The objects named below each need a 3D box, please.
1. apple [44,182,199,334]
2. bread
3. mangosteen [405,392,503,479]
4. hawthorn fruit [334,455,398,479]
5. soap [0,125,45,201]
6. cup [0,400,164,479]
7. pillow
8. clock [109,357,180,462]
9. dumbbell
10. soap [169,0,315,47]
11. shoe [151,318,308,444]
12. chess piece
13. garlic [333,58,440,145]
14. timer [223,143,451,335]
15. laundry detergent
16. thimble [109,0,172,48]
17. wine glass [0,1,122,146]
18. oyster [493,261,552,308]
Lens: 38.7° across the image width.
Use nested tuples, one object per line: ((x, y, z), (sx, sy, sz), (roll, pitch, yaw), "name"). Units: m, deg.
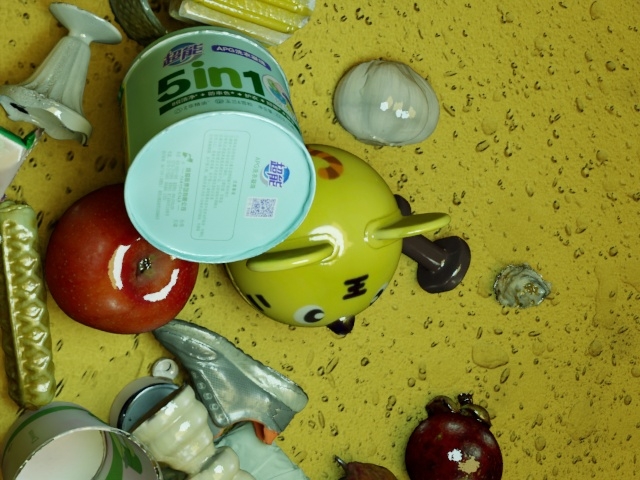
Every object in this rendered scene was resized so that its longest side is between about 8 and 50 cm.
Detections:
((-0.330, 0.032, 1.553), (0.260, 0.216, 0.260), (-4, 98, -32), "apple")
((-0.504, 0.113, 1.542), (0.084, 0.077, 0.367), (-6, 99, -12), "bread")
((0.291, 0.445, 1.982), (0.215, 0.215, 0.257), (32, 50, -29), "mangosteen")
((0.085, 0.560, 1.878), (0.208, 0.208, 0.248), (-21, 95, -25), "hawthorn fruit")
((-0.610, -0.157, 1.428), (0.273, 0.098, 0.218), (33, 88, -30), "soap")
((-0.418, 0.398, 1.522), (0.253, 0.274, 0.253), (-4, 98, -27), "cup")
((-0.140, 0.499, 1.717), (0.283, 0.138, 0.310), (-36, 72, -25), "pillow")
((-0.308, 0.333, 1.695), (0.156, 0.063, 0.229), (19, 89, -29), "clock")
((0.194, 0.010, 1.886), (0.225, 0.140, 0.124), (31, 63, -28), "dumbbell")
((-0.123, -0.407, 1.512), (0.232, 0.073, 0.140), (11, 93, -31), "soap")
((-0.194, 0.277, 1.691), (0.336, 0.132, 0.171), (35, 75, -19), "shoe")
((-0.206, 0.388, 1.590), (0.143, 0.143, 0.261), (-40, 92, -19), "chess piece")
((0.145, -0.274, 1.820), (0.229, 0.143, 0.178), (6, 96, -21), "garlic")
((0.000, 0.000, 1.635), (0.376, 0.387, 0.376), (-3, 97, -27), "timer")
((-0.175, -0.168, 1.453), (0.287, 0.305, 0.287), (-8, 133, -8), "laundry detergent")
((-0.223, -0.452, 1.578), (0.271, 0.150, 0.271), (-5, 100, -30), "thimble")
((-0.423, -0.274, 1.498), (0.165, 0.165, 0.196), (28, 75, -29), "wine glass")
((0.468, 0.105, 2.103), (0.177, 0.056, 0.105), (7, 105, -29), "oyster")
